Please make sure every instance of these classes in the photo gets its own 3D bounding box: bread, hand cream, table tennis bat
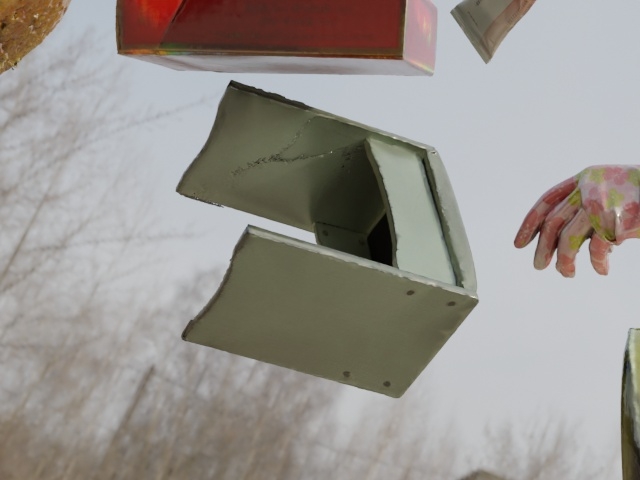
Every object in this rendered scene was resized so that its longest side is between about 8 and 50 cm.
[{"bbox_3d":[-0.465,-0.318,1.610,0.145,0.268,0.268,47,-13,13],"label":"bread"},{"bbox_3d":[0.161,-0.209,1.004,0.038,0.052,0.216,-2,-12,-13],"label":"hand cream"},{"bbox_3d":[0.290,0.168,1.059,0.054,0.224,0.369,-3,13,18],"label":"table tennis bat"}]

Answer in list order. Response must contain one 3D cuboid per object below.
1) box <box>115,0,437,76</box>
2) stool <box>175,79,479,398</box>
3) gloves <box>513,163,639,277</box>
[{"bbox_3d":[-0.041,-0.232,1.321,0.313,0.089,0.197,3,4,14],"label":"box"},{"bbox_3d":[0.000,0.000,1.282,0.270,0.243,0.170,17,-52,-22],"label":"stool"},{"bbox_3d":[0.366,-0.037,1.602,0.241,0.145,0.126,-14,-32,20],"label":"gloves"}]
